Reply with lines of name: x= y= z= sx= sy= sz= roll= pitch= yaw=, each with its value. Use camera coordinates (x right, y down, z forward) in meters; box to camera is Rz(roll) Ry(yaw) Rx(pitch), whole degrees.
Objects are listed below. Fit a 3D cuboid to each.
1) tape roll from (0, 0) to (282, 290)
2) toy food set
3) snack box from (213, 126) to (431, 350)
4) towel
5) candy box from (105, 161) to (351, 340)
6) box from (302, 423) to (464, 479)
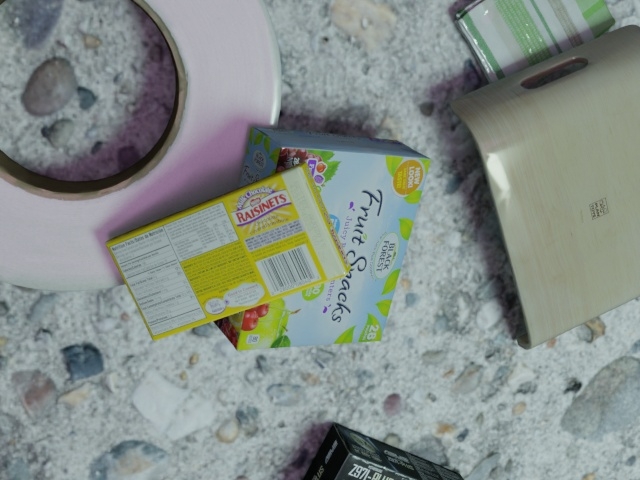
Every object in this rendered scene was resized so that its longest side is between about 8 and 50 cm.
tape roll: x=-0.230 y=-0.146 z=0.801 sx=0.392 sy=0.072 sz=0.392 roll=-3 pitch=104 yaw=-11
toy food set: x=0.280 y=-0.049 z=0.936 sx=0.220 sy=0.092 sz=0.306 roll=-24 pitch=115 yaw=-6
snack box: x=0.000 y=0.000 z=0.850 sx=0.175 sy=0.070 sz=0.207 roll=2 pitch=114 yaw=-33
towel: x=0.226 y=-0.231 z=0.907 sx=0.152 sy=0.023 sz=0.113 roll=-36 pitch=110 yaw=-4
candy box: x=-0.085 y=0.014 z=0.773 sx=0.206 sy=0.027 sz=0.105 roll=-19 pitch=99 yaw=20
box: x=0.066 y=0.314 z=0.975 sx=0.180 sy=0.077 sz=0.147 roll=25 pitch=98 yaw=-17
